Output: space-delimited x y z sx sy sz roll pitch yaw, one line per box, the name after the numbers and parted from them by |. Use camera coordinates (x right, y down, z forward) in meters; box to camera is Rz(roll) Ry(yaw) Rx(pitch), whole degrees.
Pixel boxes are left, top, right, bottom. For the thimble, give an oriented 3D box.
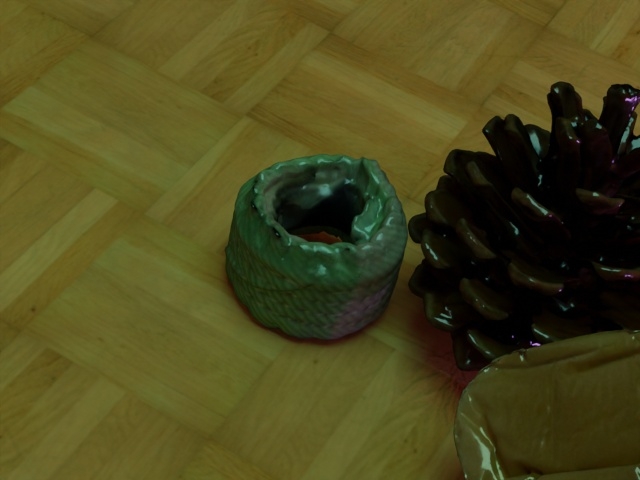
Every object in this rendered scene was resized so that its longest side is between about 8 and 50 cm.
0.000 0.000 1.806 0.219 0.150 0.219 7 44 -7 | thimble

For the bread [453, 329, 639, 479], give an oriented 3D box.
0.294 0.215 1.596 0.288 0.156 0.204 -21 57 16 | bread

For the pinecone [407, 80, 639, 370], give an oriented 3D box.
0.298 -0.011 1.748 0.385 0.384 0.384 8 44 -8 | pinecone
